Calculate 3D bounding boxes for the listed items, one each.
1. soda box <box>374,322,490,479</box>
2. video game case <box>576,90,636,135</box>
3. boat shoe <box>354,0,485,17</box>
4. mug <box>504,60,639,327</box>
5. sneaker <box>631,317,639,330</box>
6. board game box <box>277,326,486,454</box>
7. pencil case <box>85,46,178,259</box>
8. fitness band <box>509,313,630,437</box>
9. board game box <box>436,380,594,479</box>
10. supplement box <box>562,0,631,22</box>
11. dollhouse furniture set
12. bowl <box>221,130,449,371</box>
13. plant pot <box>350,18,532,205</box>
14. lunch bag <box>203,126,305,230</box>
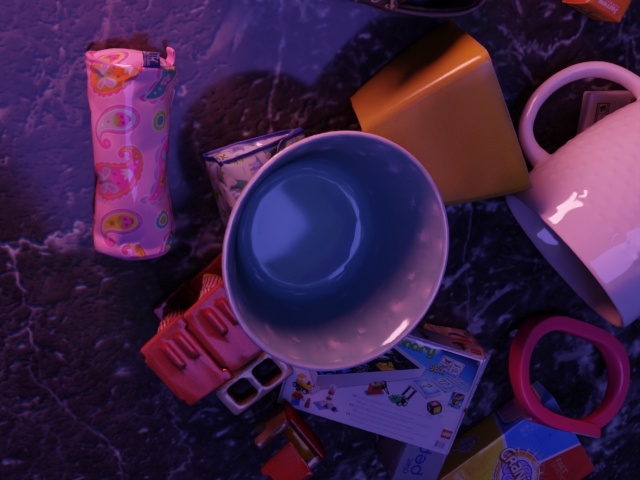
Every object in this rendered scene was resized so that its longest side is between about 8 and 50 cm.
[{"bbox_3d":[0.200,0.300,1.312,0.098,0.091,0.286,12,108,-22],"label":"soda box"},{"bbox_3d":[0.537,-0.149,1.267,0.206,0.026,0.227,-4,112,-16],"label":"video game case"},{"bbox_3d":[0.096,-0.349,0.927,0.324,0.097,0.116,-10,147,-44],"label":"boat shoe"},{"bbox_3d":[0.473,-0.110,1.121,0.328,0.276,0.374,-39,81,5],"label":"mug"},{"bbox_3d":[0.663,0.079,1.372,0.106,0.078,0.234,22,106,-27],"label":"sneaker"},{"bbox_3d":[0.099,0.227,1.211,0.305,0.053,0.193,17,107,0],"label":"board game box"},{"bbox_3d":[-0.253,-0.118,0.979,0.124,0.124,0.284,-1,111,-17],"label":"pencil case"},{"bbox_3d":[0.470,0.254,1.357,0.290,0.054,0.209,20,77,-25],"label":"fitness band"},{"bbox_3d":[0.368,0.463,1.448,0.316,0.064,0.242,-36,117,-1],"label":"board game box"},{"bbox_3d":[0.465,-0.454,1.087,0.078,0.080,0.233,18,107,-21],"label":"supplement box"},{"bbox_3d":[-0.091,0.218,1.088,0.152,0.201,0.374,-37,106,1],"label":"dollhouse furniture set"},{"bbox_3d":[0.000,0.000,0.975,0.311,0.163,0.312,-6,106,-20],"label":"bowl"},{"bbox_3d":[0.160,-0.166,1.052,0.187,0.212,0.212,-23,118,8],"label":"plant pot"},{"bbox_3d":[-0.078,-0.086,1.066,0.151,0.096,0.129,-22,115,-25],"label":"lunch bag"}]
